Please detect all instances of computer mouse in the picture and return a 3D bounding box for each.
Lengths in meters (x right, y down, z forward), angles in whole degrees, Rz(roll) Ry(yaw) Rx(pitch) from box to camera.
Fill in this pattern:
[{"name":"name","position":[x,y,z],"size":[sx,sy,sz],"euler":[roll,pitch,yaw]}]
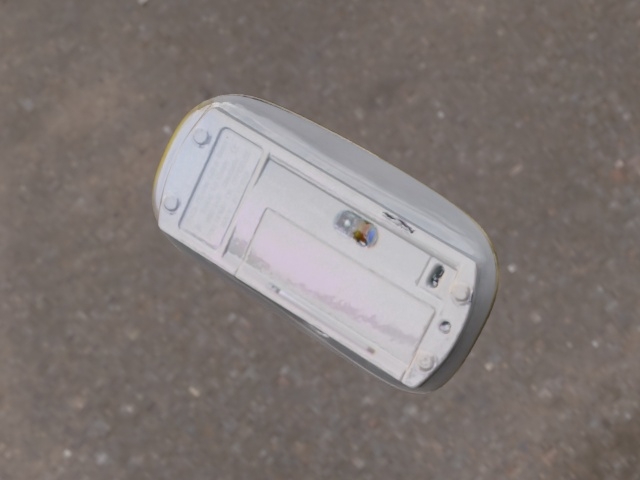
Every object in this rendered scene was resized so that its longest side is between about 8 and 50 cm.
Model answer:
[{"name":"computer mouse","position":[0.001,0.000,0.838],"size":[0.199,0.045,0.102],"euler":[31,105,21]}]
